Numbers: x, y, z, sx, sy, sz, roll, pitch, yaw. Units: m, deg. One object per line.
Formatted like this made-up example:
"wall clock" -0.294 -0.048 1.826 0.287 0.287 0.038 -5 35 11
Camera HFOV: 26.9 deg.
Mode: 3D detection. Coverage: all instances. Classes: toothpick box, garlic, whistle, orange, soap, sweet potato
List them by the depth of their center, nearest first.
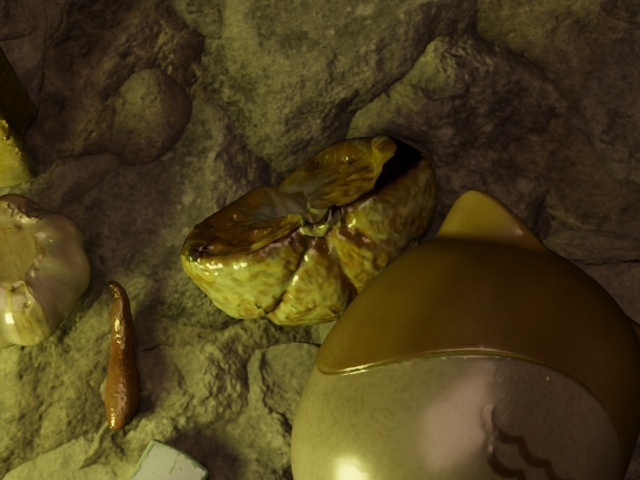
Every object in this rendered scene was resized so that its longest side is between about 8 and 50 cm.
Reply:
"toothpick box" 0.194 0.199 1.680 0.409 0.409 0.425 30 75 13
"whistle" -0.264 0.398 1.771 0.163 0.163 0.290 27 76 12
"orange" 0.000 0.000 1.848 0.368 0.271 0.210 -28 116 -6
"soap" -0.584 -0.187 1.887 0.304 0.339 0.169 -10 70 -1
"garlic" -0.438 0.050 1.898 0.227 0.152 0.228 -2 64 4
"sweet potato" -0.283 0.163 1.902 0.050 0.050 0.214 -3 74 3

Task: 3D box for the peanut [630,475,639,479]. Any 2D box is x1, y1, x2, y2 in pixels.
"peanut" 0.425 0.383 1.751 0.253 0.122 0.137 -32 82 -11
